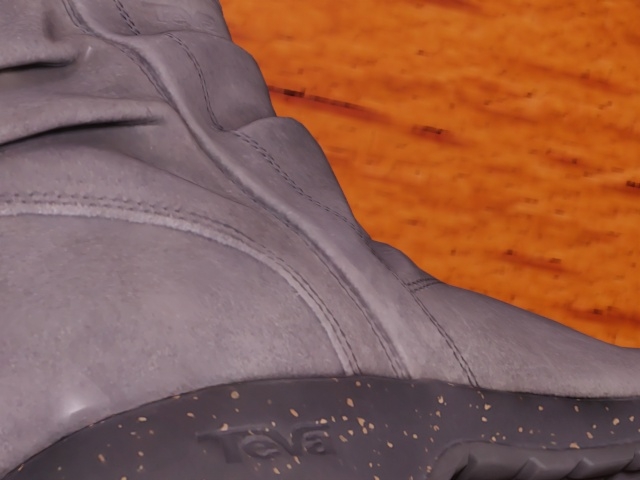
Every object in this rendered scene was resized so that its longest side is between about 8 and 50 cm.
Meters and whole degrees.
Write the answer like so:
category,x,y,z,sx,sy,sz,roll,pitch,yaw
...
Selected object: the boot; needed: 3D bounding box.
category,x,y,z,sx,sy,sz,roll,pitch,yaw
boot,0.000,0.000,0.556,0.338,0.118,0.222,9,45,-52
